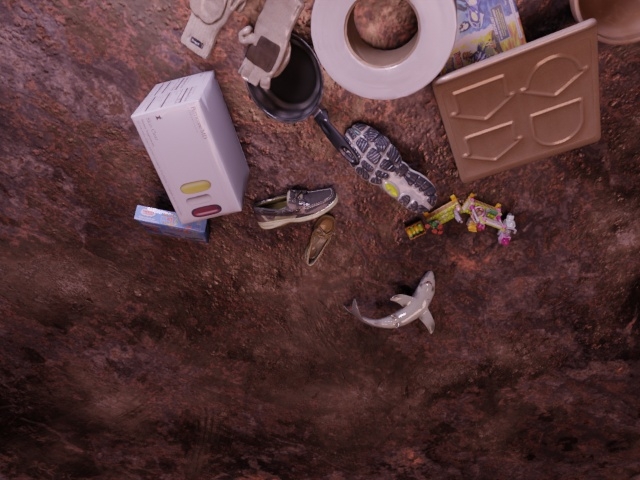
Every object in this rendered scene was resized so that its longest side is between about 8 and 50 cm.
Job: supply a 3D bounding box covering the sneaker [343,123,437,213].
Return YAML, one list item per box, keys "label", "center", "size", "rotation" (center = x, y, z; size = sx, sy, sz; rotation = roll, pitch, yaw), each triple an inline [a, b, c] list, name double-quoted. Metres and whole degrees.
- label: "sneaker"
  center: [0.159, -0.165, 1.253]
  size: [0.275, 0.110, 0.107]
  rotation: [44, 97, -7]

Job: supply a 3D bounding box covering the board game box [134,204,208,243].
- label: "board game box"
  center: [-0.358, -0.036, 1.289]
  size: [0.160, 0.211, 0.039]
  rotation: [11, 82, -9]

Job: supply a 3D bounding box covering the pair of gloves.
- label: "pair of gloves"
  center: [-0.159, -0.441, 1.060]
  size: [0.240, 0.042, 0.204]
  rotation: [29, 124, 6]

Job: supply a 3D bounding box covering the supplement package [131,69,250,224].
- label: "supplement package"
  center: [-0.271, -0.207, 1.155]
  size: [0.145, 0.204, 0.262]
  rotation: [-13, 123, 7]

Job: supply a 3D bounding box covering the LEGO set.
- label: "LEGO set"
  center: [0.367, -0.039, 1.340]
  size: [0.286, 0.107, 0.132]
  rotation: [0, 125, -1]

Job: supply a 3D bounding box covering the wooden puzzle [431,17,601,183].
- label: "wooden puzzle"
  center: [0.434, -0.295, 1.147]
  size: [0.321, 0.081, 0.348]
  rotation: [-17, 141, 17]

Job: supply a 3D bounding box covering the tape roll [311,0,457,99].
- label: "tape roll"
  center: [0.128, -0.432, 1.035]
  size: [0.286, 0.100, 0.286]
  rotation: [8, 130, 9]

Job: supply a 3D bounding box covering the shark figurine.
- label: "shark figurine"
  center: [0.220, 0.209, 1.521]
  size: [0.278, 0.116, 0.166]
  rotation: [-20, 89, 4]

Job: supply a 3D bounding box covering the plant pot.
- label: "plant pot"
  center: [0.592, -0.515, 1.013]
  size: [0.237, 0.110, 0.238]
  rotation: [-1, 124, -1]

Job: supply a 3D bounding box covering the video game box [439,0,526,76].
- label: "video game box"
  center: [0.317, -0.447, 1.095]
  size: [0.187, 0.048, 0.205]
  rotation: [-22, 122, 17]

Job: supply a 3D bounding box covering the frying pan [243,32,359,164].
- label: "frying pan"
  center: [-0.022, -0.319, 1.107]
  size: [0.326, 0.053, 0.197]
  rotation: [30, 131, 10]

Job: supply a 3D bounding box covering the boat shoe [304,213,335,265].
- label: "boat shoe"
  center: [-0.002, 0.000, 1.397]
  size: [0.056, 0.048, 0.153]
  rotation: [21, 122, -15]

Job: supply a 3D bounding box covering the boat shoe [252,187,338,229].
- label: "boat shoe"
  center: [-0.067, -0.091, 1.315]
  size: [0.223, 0.080, 0.073]
  rotation: [-16, 129, 16]
